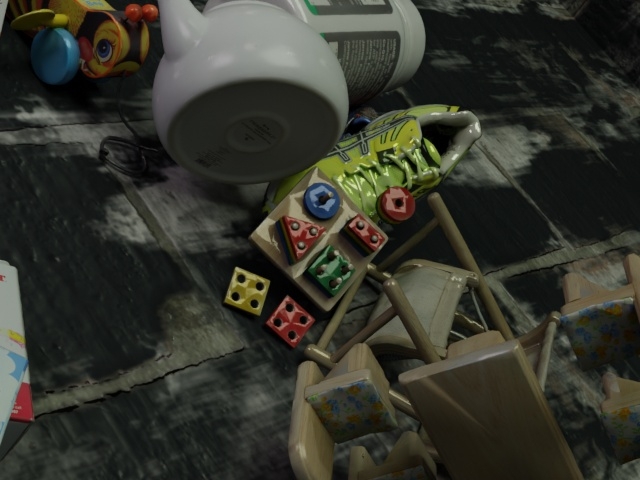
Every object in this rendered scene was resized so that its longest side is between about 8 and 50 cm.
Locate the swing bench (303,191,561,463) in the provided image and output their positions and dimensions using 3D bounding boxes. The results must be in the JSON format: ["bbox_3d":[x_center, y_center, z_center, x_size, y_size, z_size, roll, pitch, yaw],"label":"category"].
[{"bbox_3d":[0.151,0.121,1.402,0.254,0.165,0.253,44,30,-6],"label":"swing bench"}]

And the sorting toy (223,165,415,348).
[{"bbox_3d":[0.000,0.000,1.363,0.132,0.046,0.274,45,64,-7],"label":"sorting toy"}]

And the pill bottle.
[{"bbox_3d":[0.000,-0.297,1.699,0.204,0.204,0.361,52,33,16],"label":"pill bottle"}]

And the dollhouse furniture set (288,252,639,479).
[{"bbox_3d":[0.207,0.279,1.102,0.256,0.362,0.394,-83,149,-55],"label":"dollhouse furniture set"}]

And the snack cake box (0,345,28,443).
[{"bbox_3d":[-0.299,0.186,0.726,0.089,0.264,0.152,29,34,-20],"label":"snack cake box"}]

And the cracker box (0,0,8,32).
[{"bbox_3d":[-0.447,-0.313,1.327,0.155,0.067,0.232,22,47,-28],"label":"cracker box"}]

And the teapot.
[{"bbox_3d":[-0.086,-0.200,1.381,0.252,0.256,0.187,-2,57,-10],"label":"teapot"}]

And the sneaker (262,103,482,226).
[{"bbox_3d":[0.070,-0.093,1.507,0.384,0.147,0.145,-41,105,-40],"label":"sneaker"}]

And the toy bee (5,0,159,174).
[{"bbox_3d":[-0.269,-0.255,1.399,0.298,0.162,0.195,40,30,-2],"label":"toy bee"}]

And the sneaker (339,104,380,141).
[{"bbox_3d":[0.058,-0.152,1.697,0.083,0.087,0.221,38,32,-7],"label":"sneaker"}]

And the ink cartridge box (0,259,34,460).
[{"bbox_3d":[-0.329,0.096,0.987,0.127,0.072,0.175,16,40,-35],"label":"ink cartridge box"}]
